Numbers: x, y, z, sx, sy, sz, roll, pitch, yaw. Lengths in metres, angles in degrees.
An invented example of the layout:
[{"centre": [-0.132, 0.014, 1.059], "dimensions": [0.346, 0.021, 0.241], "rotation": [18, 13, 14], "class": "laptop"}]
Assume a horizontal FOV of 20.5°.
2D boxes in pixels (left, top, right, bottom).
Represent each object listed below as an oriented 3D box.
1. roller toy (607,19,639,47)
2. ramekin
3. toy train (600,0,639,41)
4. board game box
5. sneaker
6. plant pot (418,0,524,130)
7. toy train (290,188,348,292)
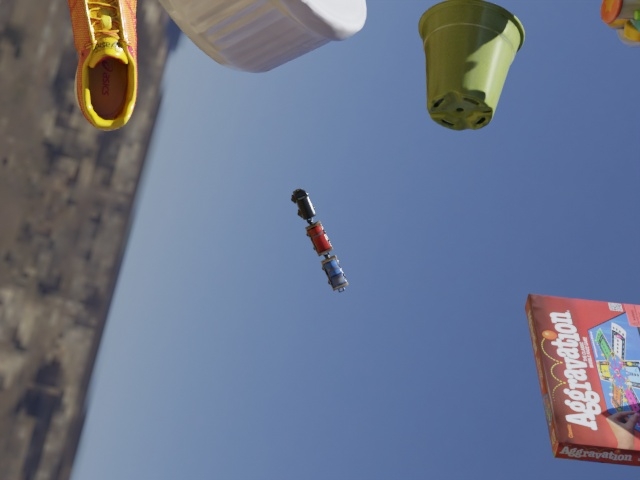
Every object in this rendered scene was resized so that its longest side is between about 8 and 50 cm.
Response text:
[{"centre": [0.424, -0.304, 2.047], "dimensions": [0.209, 0.191, 0.146], "rotation": [-30, 102, -70], "class": "roller toy"}, {"centre": [-0.081, -0.288, 1.741], "dimensions": [0.127, 0.273, 0.273], "rotation": [-32, -153, 20], "class": "ramekin"}, {"centre": [0.233, -0.222, 1.299], "dimensions": [0.125, 0.046, 0.166], "rotation": [112, -24, -67], "class": "toy train"}, {"centre": [0.328, 0.161, 2.079], "dimensions": [0.281, 0.145, 0.027], "rotation": [-93, -171, -55], "class": "board game box"}, {"centre": [-0.165, -0.171, 1.376], "dimensions": [0.067, 0.064, 0.175], "rotation": [-142, -137, -68], "class": "sneaker"}, {"centre": [0.112, -0.129, 1.359], "dimensions": [0.083, 0.083, 0.079], "rotation": [120, -18, -59], "class": "plant pot"}, {"centre": [0.000, 0.000, 2.481], "dimensions": [0.158, 0.027, 0.036], "rotation": [66, -8, -5], "class": "toy train"}]
